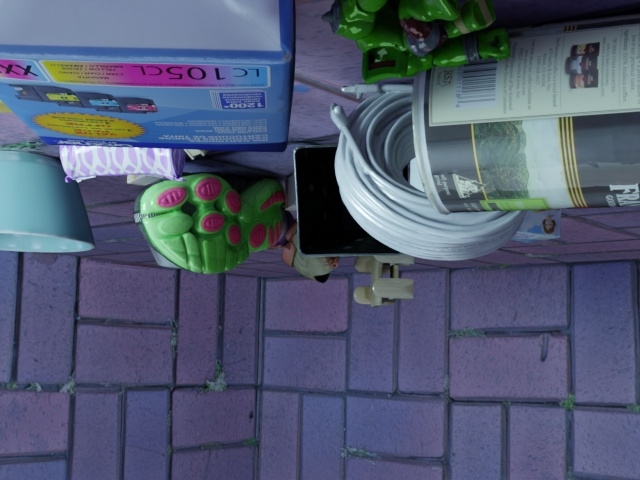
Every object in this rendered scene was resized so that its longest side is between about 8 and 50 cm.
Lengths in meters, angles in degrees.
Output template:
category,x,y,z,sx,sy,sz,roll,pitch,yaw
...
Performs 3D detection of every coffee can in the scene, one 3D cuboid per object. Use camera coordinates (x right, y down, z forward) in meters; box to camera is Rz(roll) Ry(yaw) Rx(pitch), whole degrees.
category,x,y,z,sx,sy,sz,roll,pitch,yaw
coffee can,0.258,-0.132,1.021,0.275,0.202,0.201,-1,173,25

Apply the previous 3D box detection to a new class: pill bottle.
category,x,y,z,sx,sy,sz,roll,pitch,yaw
pill bottle,-0.134,-0.041,2.220,0.108,0.108,0.193,-1,172,17

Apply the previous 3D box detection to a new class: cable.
category,x,y,z,sx,sy,sz,roll,pitch,yaw
cable,0.146,-0.089,1.218,0.257,0.257,0.089,-4,146,-6

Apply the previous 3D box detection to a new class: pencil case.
category,x,y,z,sx,sy,sz,roll,pitch,yaw
pencil case,-0.319,-0.137,1.557,0.206,0.088,0.086,-1,175,12

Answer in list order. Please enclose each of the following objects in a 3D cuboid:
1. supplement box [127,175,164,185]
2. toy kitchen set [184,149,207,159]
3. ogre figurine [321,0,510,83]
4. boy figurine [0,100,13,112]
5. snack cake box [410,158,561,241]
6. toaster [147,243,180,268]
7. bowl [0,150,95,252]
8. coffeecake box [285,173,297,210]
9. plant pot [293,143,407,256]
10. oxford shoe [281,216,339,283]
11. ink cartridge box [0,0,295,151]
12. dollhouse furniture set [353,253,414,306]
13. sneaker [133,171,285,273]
category,x,y,z,sx,sy,sz,roll,pitch,yaw
supplement box,-0.304,-0.134,1.687,0.036,0.062,0.098,7,171,-29
toy kitchen set,-0.202,-0.175,1.460,0.068,0.075,0.083,-11,126,48
ogre figurine,0.085,-0.204,0.906,0.118,0.097,0.197,-17,175,33
boy figurine,-0.351,-0.183,1.186,0.285,0.092,0.177,1,176,-23
snack cake box,0.275,-0.085,1.593,0.264,0.152,0.089,5,172,-33
toaster,-0.291,-0.023,2.130,0.227,0.129,0.146,1,135,33
bowl,-0.580,-0.073,1.824,0.311,0.163,0.311,1,173,0
coffeecake box,0.022,-0.099,1.882,0.142,0.068,0.185,3,174,-16
plant pot,0.073,-0.073,1.677,0.187,0.188,0.167,-1,-176,19
oxford shoe,0.000,0.000,2.193,0.130,0.123,0.348,40,163,9
ink cartridge box,-0.158,-0.183,0.923,0.270,0.151,0.395,2,175,-2
dollhouse furniture set,0.106,0.026,2.171,0.161,0.242,0.212,3,172,-9
sneaker,-0.226,-0.039,1.806,0.202,0.185,0.483,4,-178,18
